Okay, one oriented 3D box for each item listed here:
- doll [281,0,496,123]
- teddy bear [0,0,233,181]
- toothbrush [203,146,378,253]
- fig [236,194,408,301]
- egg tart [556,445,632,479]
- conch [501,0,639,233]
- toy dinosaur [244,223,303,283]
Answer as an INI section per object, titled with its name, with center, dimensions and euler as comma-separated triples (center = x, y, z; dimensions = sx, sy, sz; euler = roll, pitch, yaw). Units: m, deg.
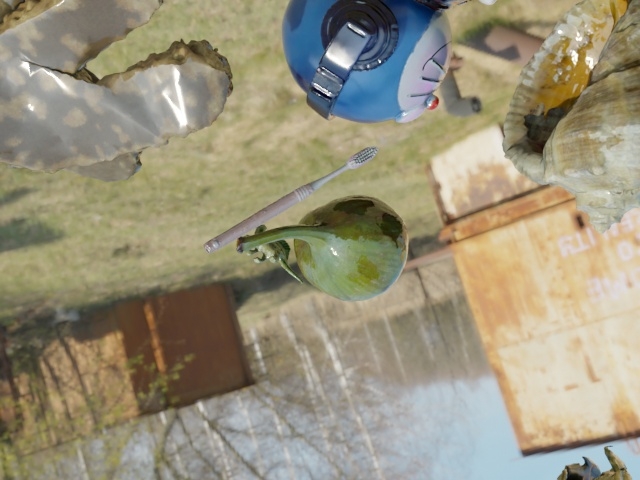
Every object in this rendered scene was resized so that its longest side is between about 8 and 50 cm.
[doll]
center = 0.086, -0.292, 1.137
dimensions = 0.310, 0.240, 0.284
euler = -58, 177, 23
[teddy bear]
center = -0.237, -0.164, 0.826
dimensions = 0.296, 0.246, 0.222
euler = -26, -150, 11
[toothbrush]
center = -0.012, -0.020, 0.399
dimensions = 0.097, 0.006, 0.008
euler = -32, -178, -19
[fig]
center = 0.000, 0.000, 1.052
dimensions = 0.149, 0.149, 0.245
euler = -23, 160, 35
[egg tart]
center = 0.259, 0.349, 0.878
dimensions = 0.132, 0.297, 0.297
euler = 2, -178, 23
[conch]
center = 0.390, -0.175, 1.147
dimensions = 0.210, 0.352, 0.297
euler = 34, 162, -28
[toy dinosaur]
center = -0.061, 0.016, 1.211
dimensions = 0.060, 0.119, 0.029
euler = -32, 151, -47
